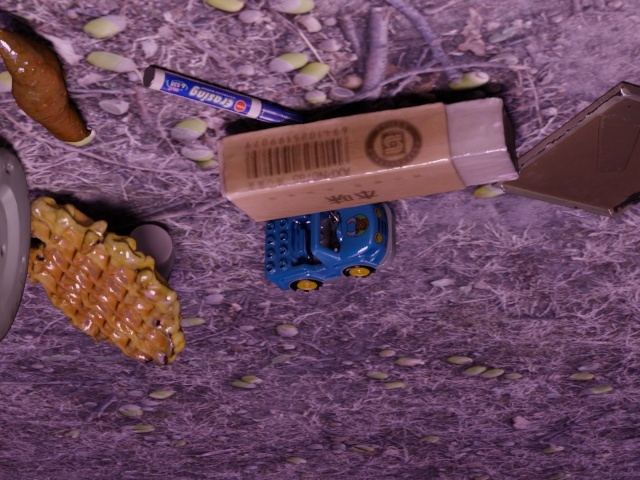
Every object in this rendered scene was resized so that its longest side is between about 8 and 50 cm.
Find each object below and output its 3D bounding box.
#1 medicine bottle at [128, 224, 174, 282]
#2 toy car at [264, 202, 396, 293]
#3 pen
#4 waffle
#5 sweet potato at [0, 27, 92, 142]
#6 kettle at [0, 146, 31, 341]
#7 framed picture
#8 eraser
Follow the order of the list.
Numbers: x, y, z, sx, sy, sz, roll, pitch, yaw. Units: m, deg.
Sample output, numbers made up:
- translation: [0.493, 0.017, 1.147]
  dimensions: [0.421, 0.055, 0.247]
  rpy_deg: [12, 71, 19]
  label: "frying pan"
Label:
- translation: [-0.245, 0.034, 2.061]
  dimensions: [0.079, 0.079, 0.140]
  rpy_deg: [5, 154, -11]
  label: "medicine bottle"
- translation: [0.000, 0.000, 1.972]
  dimensions: [0.191, 0.097, 0.100]
  rpy_deg: [-15, 150, 28]
  label: "toy car"
- translation: [-0.108, -0.162, 1.708]
  dimensions: [0.204, 0.025, 0.025]
  rpy_deg: [14, 151, -29]
  label: "pen"
- translation: [-0.303, 0.056, 2.014]
  dimensions: [0.281, 0.058, 0.301]
  rpy_deg: [26, 149, 17]
  label: "waffle"
- translation: [-0.309, -0.166, 1.656]
  dimensions: [0.067, 0.067, 0.274]
  rpy_deg: [-4, 160, 7]
  label: "sweet potato"
- translation: [-0.550, -0.035, 1.780]
  dimensions: [0.342, 0.247, 0.319]
  rpy_deg: [6, 124, 6]
  label: "kettle"
- translation: [0.371, -0.104, 1.850]
  dimensions: [0.209, 0.019, 0.281]
  rpy_deg: [13, 152, -26]
  label: "framed picture"
- translation: [0.059, -0.095, 1.767]
  dimensions: [0.343, 0.078, 0.144]
  rpy_deg: [-8, 166, 13]
  label: "eraser"
